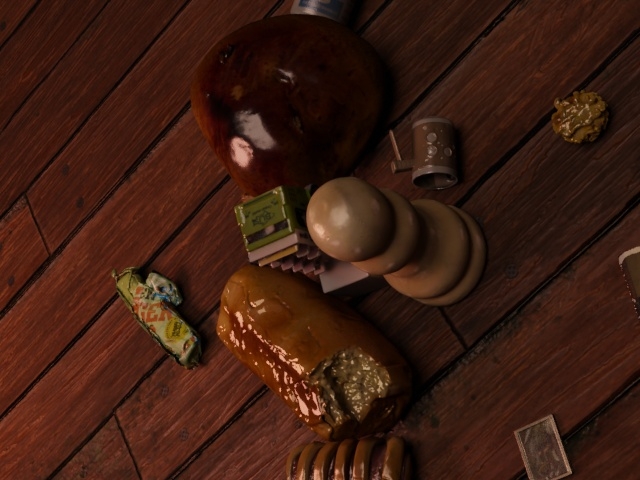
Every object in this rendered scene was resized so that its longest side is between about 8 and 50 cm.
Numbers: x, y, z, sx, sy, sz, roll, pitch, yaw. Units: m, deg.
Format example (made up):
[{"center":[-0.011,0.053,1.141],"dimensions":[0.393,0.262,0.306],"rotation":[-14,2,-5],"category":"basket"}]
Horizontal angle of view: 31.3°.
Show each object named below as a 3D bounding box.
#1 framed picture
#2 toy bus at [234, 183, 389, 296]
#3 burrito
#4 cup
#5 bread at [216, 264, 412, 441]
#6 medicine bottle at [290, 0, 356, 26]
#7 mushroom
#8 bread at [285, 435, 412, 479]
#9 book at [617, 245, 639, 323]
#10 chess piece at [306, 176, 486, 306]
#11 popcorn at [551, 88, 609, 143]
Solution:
[{"center":[0.312,0.295,1.599],"dimensions":[0.066,0.007,0.089],"rotation":[-31,59,29],"category":"framed picture"},{"center":[0.000,0.000,1.751],"dimensions":[0.113,0.302,0.139],"rotation":[-24,71,29],"category":"toy bus"},{"center":[-0.294,0.124,2.111],"dimensions":[0.288,0.054,0.104],"rotation":[40,102,39],"category":"burrito"},{"center":[0.165,-0.137,1.799],"dimensions":[0.102,0.074,0.099],"rotation":[-5,70,17],"category":"cup"},{"center":[-0.009,0.161,1.782],"dimensions":[0.344,0.195,0.148],"rotation":[37,121,39],"category":"bread"},{"center":[0.021,-0.453,1.996],"dimensions":[0.105,0.105,0.168],"rotation":[20,90,41],"category":"medicine bottle"},{"center":[-0.062,-0.211,1.928],"dimensions":[0.345,0.259,0.345],"rotation":[-3,63,5],"category":"mushroom"},{"center":[0.039,0.368,1.750],"dimensions":[0.225,0.081,0.134],"rotation":[-14,69,35],"category":"bread"},{"center":[0.518,0.047,1.494],"dimensions":[0.231,0.026,0.161],"rotation":[-27,61,31],"category":"book"},{"center":[0.099,-0.004,1.670],"dimensions":[0.167,0.300,0.167],"rotation":[-12,71,37],"category":"chess piece"},{"center":[0.377,-0.181,1.657],"dimensions":[0.082,0.057,0.083],"rotation":[-4,71,37],"category":"popcorn"}]
